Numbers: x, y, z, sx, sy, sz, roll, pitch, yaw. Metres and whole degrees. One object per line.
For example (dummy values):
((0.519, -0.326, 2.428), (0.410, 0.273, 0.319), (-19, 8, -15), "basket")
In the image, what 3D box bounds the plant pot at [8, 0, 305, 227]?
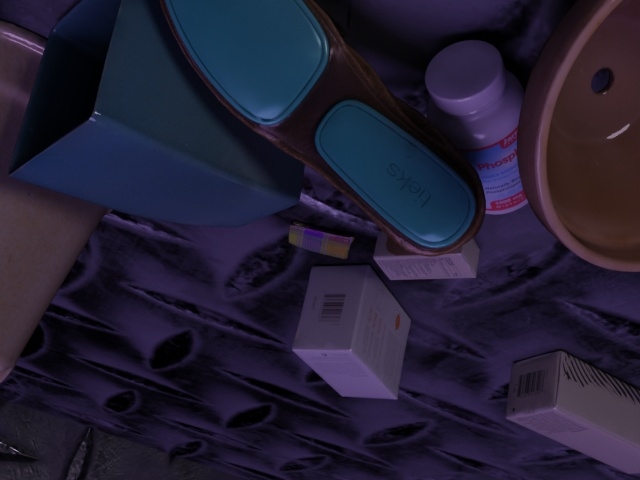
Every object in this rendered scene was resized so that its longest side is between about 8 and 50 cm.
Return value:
((-0.133, -0.109, 0.784), (0.234, 0.166, 0.165), (26, 151, -36), "plant pot")

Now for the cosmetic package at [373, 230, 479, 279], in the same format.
((0.129, 0.016, 1.007), (0.115, 0.041, 0.060), (-2, 147, 28), "cosmetic package")

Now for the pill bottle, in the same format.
((0.145, -0.099, 0.741), (0.087, 0.087, 0.160), (0, 149, 25), "pill bottle")

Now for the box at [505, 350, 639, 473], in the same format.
((0.424, 0.269, 1.271), (0.275, 0.094, 0.113), (27, 150, -23), "box")

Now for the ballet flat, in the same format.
((0.005, -0.123, 0.711), (0.342, 0.116, 0.124), (41, -168, 1), "ballet flat")

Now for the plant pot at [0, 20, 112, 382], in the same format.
((-0.392, -0.021, 0.904), (0.333, 0.306, 0.334), (11, 152, 6), "plant pot")

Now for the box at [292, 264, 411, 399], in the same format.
((0.048, 0.131, 1.157), (0.091, 0.130, 0.170), (-3, 147, 27), "box")

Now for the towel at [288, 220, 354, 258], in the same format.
((0.000, 0.000, 1.071), (0.083, 0.009, 0.060), (14, 153, 2), "towel")

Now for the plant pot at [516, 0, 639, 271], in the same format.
((0.238, -0.106, 0.615), (0.237, 0.110, 0.238), (-8, 119, -15), "plant pot")
